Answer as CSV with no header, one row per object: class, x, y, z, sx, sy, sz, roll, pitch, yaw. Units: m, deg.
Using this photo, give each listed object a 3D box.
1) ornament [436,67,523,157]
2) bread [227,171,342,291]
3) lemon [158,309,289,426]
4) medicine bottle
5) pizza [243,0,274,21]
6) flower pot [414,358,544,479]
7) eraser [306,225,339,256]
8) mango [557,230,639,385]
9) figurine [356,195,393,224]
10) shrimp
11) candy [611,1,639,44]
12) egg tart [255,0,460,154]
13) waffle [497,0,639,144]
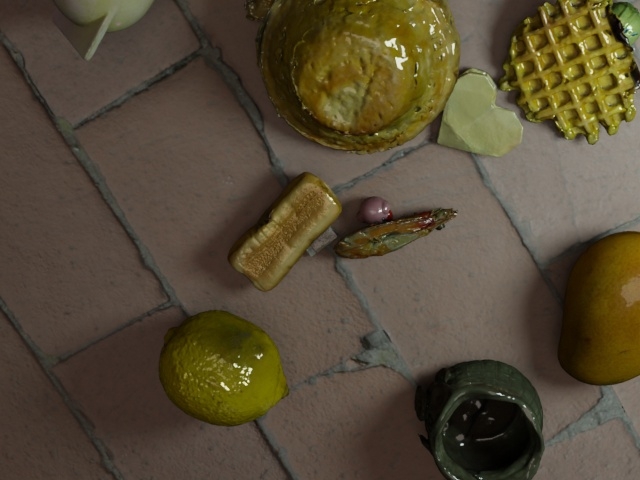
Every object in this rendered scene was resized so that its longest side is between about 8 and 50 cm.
ornament,0.333,-0.261,1.848,0.180,0.059,0.201,-33,100,21
bread,-0.080,-0.021,1.943,0.142,0.091,0.305,41,106,-10
lemon,-0.226,0.303,1.958,0.321,0.268,0.268,22,106,5
medicine bottle,-0.439,-0.598,1.769,0.235,0.236,0.406,34,105,-2
pizza,-0.036,-0.564,1.811,0.189,0.071,0.297,38,111,-21
flower pot,0.361,0.425,1.936,0.301,0.213,0.302,2,104,6
eraser,0.000,0.000,1.975,0.083,0.019,0.038,-38,98,15
mango,0.656,0.160,1.832,0.263,0.221,0.378,17,116,-2
figurine,0.120,-0.067,1.914,0.083,0.071,0.067,-20,83,9
shrimp,0.170,-0.022,1.895,0.294,0.154,0.062,-21,71,2
candy,0.529,-0.524,1.751,0.335,0.092,0.093,42,142,4
egg tart,0.071,-0.367,1.749,0.442,0.178,0.443,4,121,7
waffle,0.536,-0.356,1.749,0.311,0.060,0.307,33,130,0
